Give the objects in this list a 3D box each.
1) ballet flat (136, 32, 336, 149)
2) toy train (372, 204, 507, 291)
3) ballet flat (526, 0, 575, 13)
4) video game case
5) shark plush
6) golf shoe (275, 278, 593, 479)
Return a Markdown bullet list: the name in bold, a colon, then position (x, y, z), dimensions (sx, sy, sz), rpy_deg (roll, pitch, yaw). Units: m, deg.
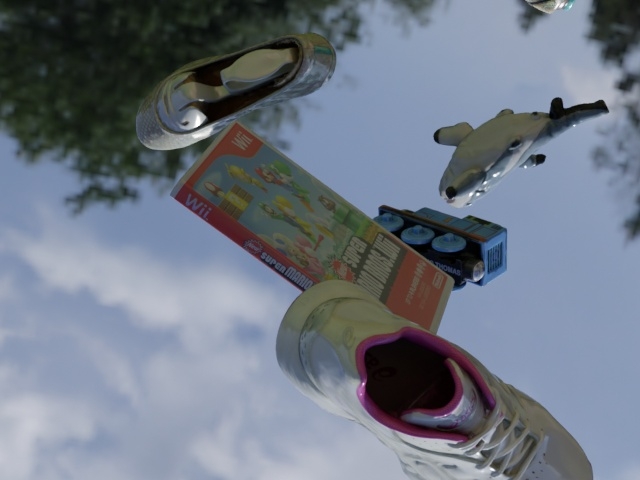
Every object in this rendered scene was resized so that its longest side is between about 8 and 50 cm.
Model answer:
- **ballet flat**: position (-0.070, -0.110, 1.180), dimensions (0.168, 0.057, 0.052), rpy_deg (-21, 169, 23)
- **toy train**: position (0.141, 0.006, 2.085), dimensions (0.184, 0.080, 0.105), rpy_deg (19, -148, 38)
- **ballet flat**: position (0.280, -0.389, 1.678), dimensions (0.123, 0.348, 0.123), rpy_deg (23, -151, -14)
- **video game case**: position (0.000, 0.000, 1.645), dimensions (0.285, 0.025, 0.204), rpy_deg (36, -156, -3)
- **shark plush**: position (0.164, -0.083, 1.415), dimensions (0.067, 0.161, 0.073), rpy_deg (39, -160, -43)
- **golf shoe**: position (0.106, 0.144, 1.312), dimensions (0.306, 0.115, 0.140), rpy_deg (32, 174, -21)
